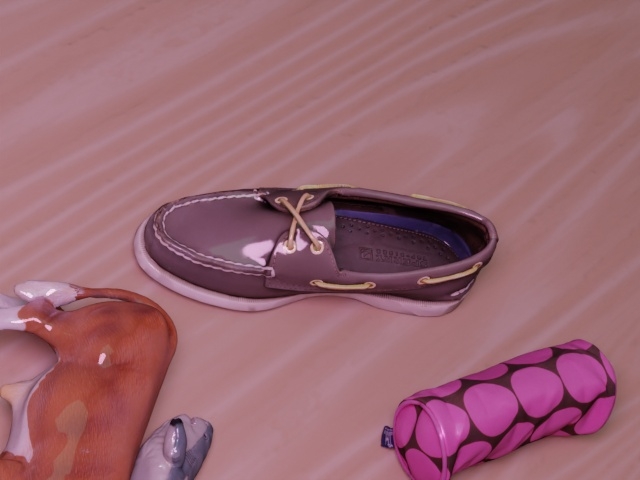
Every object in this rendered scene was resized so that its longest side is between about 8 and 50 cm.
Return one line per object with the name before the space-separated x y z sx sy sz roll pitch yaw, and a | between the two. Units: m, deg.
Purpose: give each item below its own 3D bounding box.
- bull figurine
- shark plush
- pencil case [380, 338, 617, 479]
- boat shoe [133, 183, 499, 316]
bull figurine | -0.214 0.164 1.217 0.188 0.101 0.310 20 54 -7
shark plush | -0.116 0.211 1.264 0.067 0.073 0.161 32 41 -41
pencil case | 0.163 0.156 1.393 0.209 0.098 0.095 -14 23 -29
boat shoe | 0.000 0.000 1.410 0.325 0.096 0.116 7 59 -19
